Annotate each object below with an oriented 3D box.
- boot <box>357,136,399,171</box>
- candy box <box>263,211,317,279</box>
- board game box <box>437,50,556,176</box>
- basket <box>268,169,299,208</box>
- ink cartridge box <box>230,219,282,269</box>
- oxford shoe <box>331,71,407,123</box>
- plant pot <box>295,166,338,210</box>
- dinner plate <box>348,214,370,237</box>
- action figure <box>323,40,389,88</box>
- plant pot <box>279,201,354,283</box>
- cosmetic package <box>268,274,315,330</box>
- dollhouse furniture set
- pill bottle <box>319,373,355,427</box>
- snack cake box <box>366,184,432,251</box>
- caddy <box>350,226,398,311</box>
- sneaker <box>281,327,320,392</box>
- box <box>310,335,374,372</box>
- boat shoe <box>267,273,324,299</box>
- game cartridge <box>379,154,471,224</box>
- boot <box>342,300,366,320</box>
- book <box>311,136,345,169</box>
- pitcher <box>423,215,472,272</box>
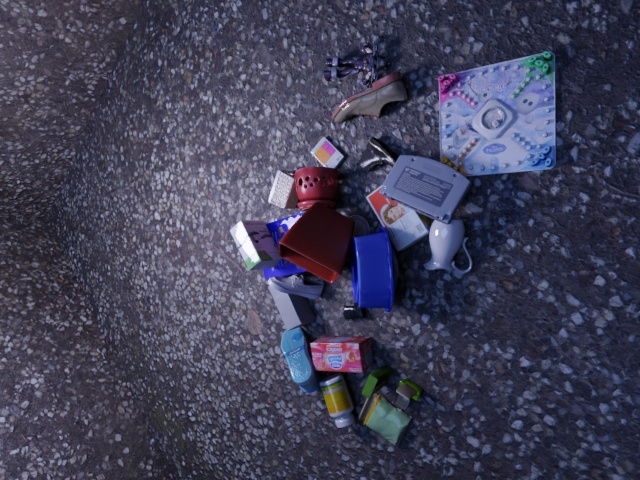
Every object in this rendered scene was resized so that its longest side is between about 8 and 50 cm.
[{"bbox_3d":[0.248,-0.318,1.716,0.198,0.076,0.137,54,124,34],"label":"boot"},{"bbox_3d":[-0.141,0.026,1.959,0.317,0.122,0.269,-13,86,33],"label":"candy box"},{"bbox_3d":[0.613,-0.434,1.470,0.389,0.050,0.391,0,93,34],"label":"board game box"},{"bbox_3d":[-0.158,-0.238,1.962,0.103,0.113,0.167,29,108,25],"label":"basket"},{"bbox_3d":[-0.293,0.018,1.891,0.092,0.160,0.220,-38,71,28],"label":"ink cartridge box"},{"bbox_3d":[0.195,-0.553,1.705,0.348,0.123,0.130,-21,98,40],"label":"oxford shoe"},{"bbox_3d":[-0.014,-0.221,1.811,0.191,0.191,0.174,-6,85,34],"label":"plant pot"},{"bbox_3d":[0.157,-0.041,1.818,0.141,0.017,0.141,2,93,35],"label":"dinner plate"},{"bbox_3d":[0.156,-0.736,1.735,0.284,0.099,0.186,7,90,29],"label":"action figure"},{"bbox_3d":[0.000,0.000,1.711,0.267,0.267,0.236,27,75,1],"label":"plant pot"},{"bbox_3d":[-0.136,0.297,1.969,0.107,0.127,0.238,-36,75,30],"label":"cosmetic package"},{"bbox_3d":[0.264,0.709,1.708,0.197,0.151,0.302,29,108,29],"label":"dollhouse furniture set"},{"bbox_3d":[0.081,0.719,1.853,0.117,0.117,0.209,-25,80,32],"label":"pill bottle"},{"bbox_3d":[0.319,-0.108,1.662,0.152,0.089,0.265,-37,73,32],"label":"snack cake box"},{"bbox_3d":[0.223,0.117,1.649,0.179,0.241,0.342,-3,91,-2],"label":"caddy"},{"bbox_3d":[-0.092,0.578,1.963,0.127,0.208,0.319,-19,43,1],"label":"sneaker"},{"bbox_3d":[0.096,0.501,1.826,0.256,0.122,0.128,-9,89,34],"label":"box"},{"bbox_3d":[-0.106,0.196,1.877,0.088,0.267,0.096,-66,21,15],"label":"boat shoe"},{"bbox_3d":[0.390,-0.203,1.533,0.297,0.062,0.198,30,83,30],"label":"game cartridge"},{"bbox_3d":[0.145,0.295,1.831,0.099,0.045,0.121,-12,87,36],"label":"boot"},{"bbox_3d":[0.035,-0.389,1.871,0.096,0.035,0.144,-49,68,23],"label":"book"},{"bbox_3d":[0.493,0.016,1.547,0.177,0.125,0.207,9,106,8],"label":"pitcher"}]
